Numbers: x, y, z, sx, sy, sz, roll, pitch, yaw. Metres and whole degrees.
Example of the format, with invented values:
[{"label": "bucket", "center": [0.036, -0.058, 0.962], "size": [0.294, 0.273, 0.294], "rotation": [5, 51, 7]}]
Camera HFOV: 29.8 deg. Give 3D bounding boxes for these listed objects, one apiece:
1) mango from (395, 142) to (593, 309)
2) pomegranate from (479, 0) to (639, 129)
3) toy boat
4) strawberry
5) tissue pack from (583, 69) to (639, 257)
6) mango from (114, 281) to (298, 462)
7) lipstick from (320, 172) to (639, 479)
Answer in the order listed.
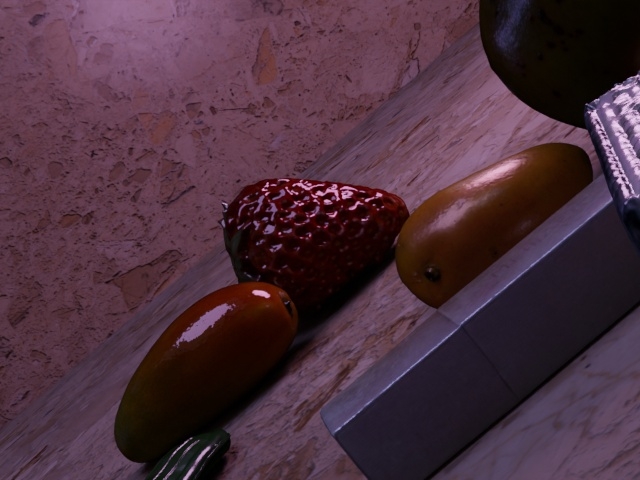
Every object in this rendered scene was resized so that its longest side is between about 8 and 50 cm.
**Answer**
[{"label": "mango", "center": [0.168, -0.021, 1.124], "size": [0.219, 0.112, 0.145], "rotation": [-38, 0, -13]}, {"label": "pomegranate", "center": [0.325, -0.227, 1.186], "size": [0.291, 0.291, 0.323], "rotation": [-41, 51, -11]}, {"label": "toy boat", "center": [-0.156, 0.258, 1.239], "size": [0.104, 0.052, 0.210], "rotation": [-36, 8, 33]}, {"label": "strawberry", "center": [0.000, 0.000, 1.585], "size": [0.244, 0.205, 0.205], "rotation": [-17, 8, -5]}, {"label": "tissue pack", "center": [0.216, 0.001, 0.637], "size": [0.073, 0.173, 0.235], "rotation": [-35, 11, 17]}, {"label": "mango", "center": [-0.149, 0.161, 1.470], "size": [0.289, 0.129, 0.146], "rotation": [-48, 11, 1]}, {"label": "lipstick", "center": [0.167, 0.046, 0.910], "size": [0.371, 0.080, 0.076], "rotation": [-40, 10, -2]}]
